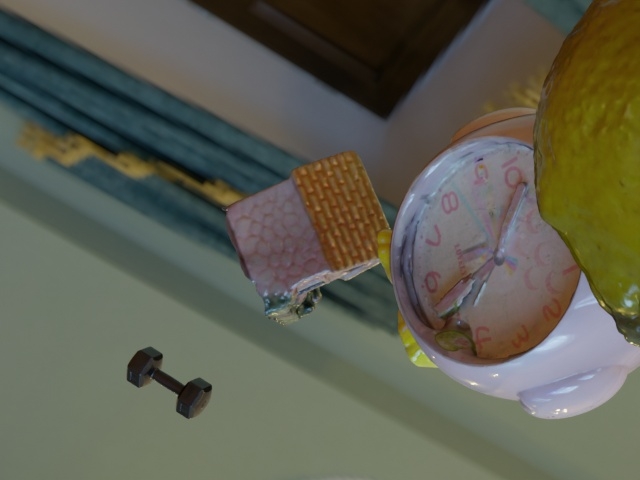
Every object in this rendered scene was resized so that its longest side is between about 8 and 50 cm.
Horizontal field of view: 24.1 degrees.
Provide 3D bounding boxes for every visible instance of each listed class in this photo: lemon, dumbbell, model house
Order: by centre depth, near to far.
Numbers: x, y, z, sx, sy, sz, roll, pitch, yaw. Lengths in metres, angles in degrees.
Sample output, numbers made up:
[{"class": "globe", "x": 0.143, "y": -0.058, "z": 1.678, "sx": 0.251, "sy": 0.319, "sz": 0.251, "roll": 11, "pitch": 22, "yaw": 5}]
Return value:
[{"class": "lemon", "x": 0.365, "y": -0.082, "z": 1.351, "sx": 0.387, "sy": 0.349, "sz": 0.350, "roll": -69, "pitch": -164, "yaw": -8}, {"class": "dumbbell", "x": -0.143, "y": 0.135, "z": 1.416, "sx": 0.036, "sy": 0.083, "sz": 0.040, "roll": -65, "pitch": 162, "yaw": 16}, {"class": "model house", "x": 0.000, "y": 0.000, "z": 2.451, "sx": 0.237, "sy": 0.202, "sz": 0.237, "roll": -25, "pitch": 165, "yaw": 7}]

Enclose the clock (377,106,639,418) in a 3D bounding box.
[{"class": "clock", "x": 0.290, "y": 0.007, "z": 1.714, "sx": 0.376, "sy": 0.250, "sz": 0.368, "roll": -27, "pitch": -113, "yaw": 35}]
